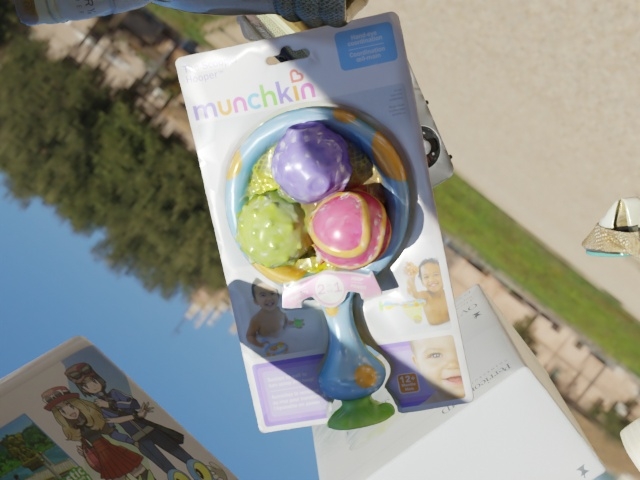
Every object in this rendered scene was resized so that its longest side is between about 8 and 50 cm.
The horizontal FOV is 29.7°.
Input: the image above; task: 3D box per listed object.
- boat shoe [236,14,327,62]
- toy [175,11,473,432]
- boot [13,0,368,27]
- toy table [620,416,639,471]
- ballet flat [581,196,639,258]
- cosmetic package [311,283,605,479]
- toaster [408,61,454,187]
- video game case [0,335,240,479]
[{"bbox_3d":[-0.032,-0.146,0.764,0.152,0.049,0.056,47,-135,0],"label":"boat shoe"},{"bbox_3d":[0.000,0.000,0.701,0.056,0.136,0.237,-58,-43,-72],"label":"toy"},{"bbox_3d":[-0.048,-0.167,0.606,0.165,0.077,0.213,3,-144,6],"label":"boot"},{"bbox_3d":[0.343,0.262,0.958,0.252,0.274,0.161,54,-163,-22],"label":"toy table"},{"bbox_3d":[0.322,-0.011,1.194,0.073,0.067,0.206,-6,-174,-17],"label":"ballet flat"},{"bbox_3d":[0.119,0.188,1.161,0.138,0.224,0.225,51,-173,-17],"label":"cosmetic package"},{"bbox_3d":[0.031,-0.122,1.304,0.185,0.110,0.168,1,119,58],"label":"toaster"},{"bbox_3d":[-0.105,0.205,0.497,0.300,0.036,0.329,41,-146,12],"label":"video game case"}]
